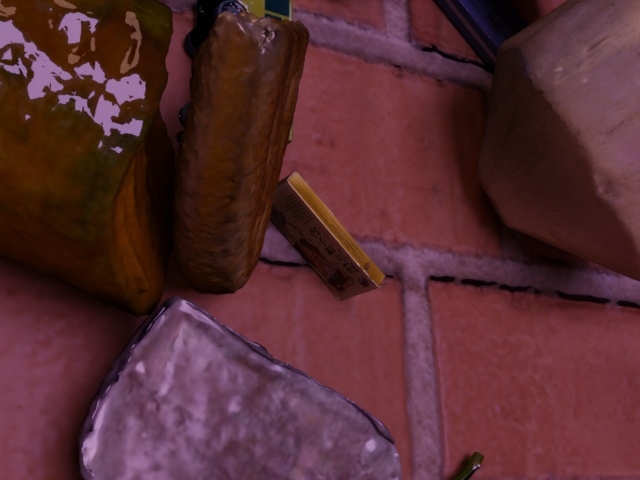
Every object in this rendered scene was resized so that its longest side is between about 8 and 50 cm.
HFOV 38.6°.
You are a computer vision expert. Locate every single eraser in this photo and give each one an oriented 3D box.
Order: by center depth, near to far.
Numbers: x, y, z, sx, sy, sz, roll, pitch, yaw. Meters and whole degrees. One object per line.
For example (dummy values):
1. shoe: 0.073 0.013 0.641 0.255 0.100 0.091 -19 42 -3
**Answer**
1. eraser: 0.187 -0.322 1.180 0.225 0.036 0.082 49 56 -11

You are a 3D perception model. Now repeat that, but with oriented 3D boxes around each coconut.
1. coconut: 0.344 -0.123 1.049 0.352 0.352 0.353 11 69 -30

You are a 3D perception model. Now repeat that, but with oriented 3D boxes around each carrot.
1. carrot: -0.220 -0.102 0.715 0.340 0.241 0.242 27 61 -22

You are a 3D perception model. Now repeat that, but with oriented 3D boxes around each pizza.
1. pizza: -0.076 -0.055 0.733 0.087 0.268 0.258 11 103 -1

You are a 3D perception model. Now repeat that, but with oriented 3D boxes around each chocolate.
1. chocolate: -0.070 0.195 0.802 0.303 0.100 0.185 36 63 -20

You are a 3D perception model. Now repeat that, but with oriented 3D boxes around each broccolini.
1. broccolini: 0.100 0.266 0.938 0.194 0.054 0.052 -13 112 -42

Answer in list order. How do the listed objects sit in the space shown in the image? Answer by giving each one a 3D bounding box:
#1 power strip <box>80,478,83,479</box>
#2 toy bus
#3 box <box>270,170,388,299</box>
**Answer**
1. power strip: -0.217 0.245 0.729 0.123 0.032 0.056 -34 96 -37
2. toy bus: -0.080 -0.176 0.926 0.101 0.088 0.175 10 72 -32
3. box: 0.000 0.000 0.928 0.149 0.073 0.020 49 56 -10
